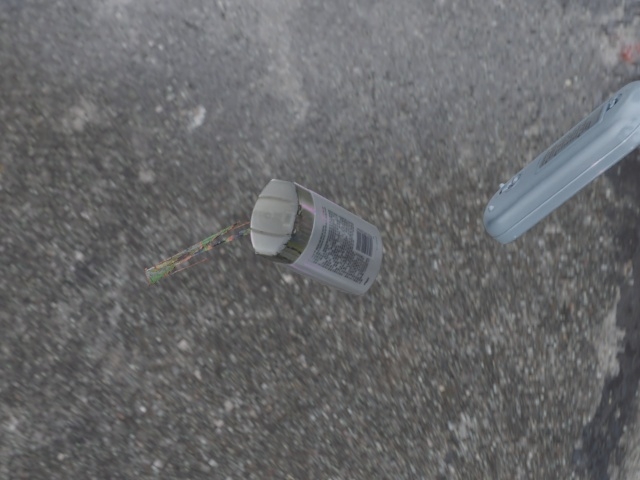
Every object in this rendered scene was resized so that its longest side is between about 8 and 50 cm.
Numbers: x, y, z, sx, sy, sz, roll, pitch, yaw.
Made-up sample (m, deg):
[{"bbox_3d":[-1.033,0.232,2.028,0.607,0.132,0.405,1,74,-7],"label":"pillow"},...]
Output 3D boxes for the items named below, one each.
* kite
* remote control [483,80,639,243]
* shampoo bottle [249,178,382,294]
[{"bbox_3d":[-0.148,0.010,1.631,0.244,0.198,0.006,-19,103,37],"label":"kite"},{"bbox_3d":[0.248,-0.077,1.272,0.047,0.244,0.087,38,43,-10],"label":"remote control"},{"bbox_3d":[0.000,0.000,1.386,0.056,0.227,0.086,8,82,27],"label":"shampoo bottle"}]
